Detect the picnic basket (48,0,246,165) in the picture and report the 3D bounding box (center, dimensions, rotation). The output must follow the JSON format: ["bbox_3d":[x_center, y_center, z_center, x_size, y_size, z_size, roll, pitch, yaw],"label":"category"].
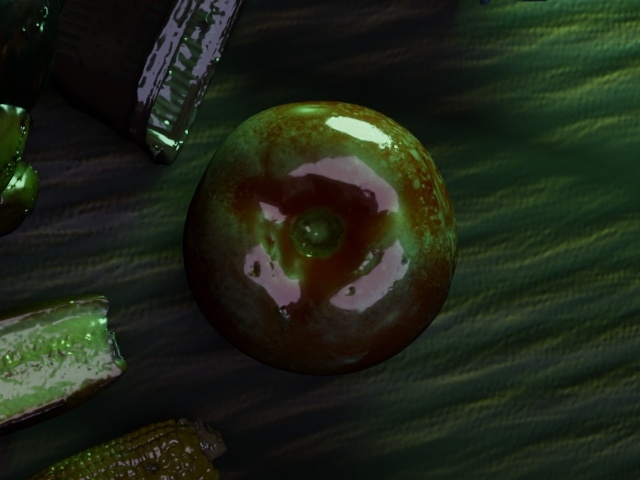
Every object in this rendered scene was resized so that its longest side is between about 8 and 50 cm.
[{"bbox_3d":[-0.158,-0.235,1.688,0.129,0.222,0.297,23,83,8],"label":"picnic basket"}]

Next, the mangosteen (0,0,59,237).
[{"bbox_3d":[-0.402,-0.162,1.528,0.381,0.381,0.421,-30,122,-14],"label":"mangosteen"}]

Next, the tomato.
[{"bbox_3d":[0.000,0.000,1.710,0.270,0.222,0.270,0,86,4],"label":"tomato"}]

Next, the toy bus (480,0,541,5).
[{"bbox_3d":[0.108,-0.318,1.786,0.292,0.133,0.126,7,83,-14],"label":"toy bus"}]

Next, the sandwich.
[{"bbox_3d":[-0.312,0.131,1.669,0.235,0.128,0.122,-15,90,-16],"label":"sandwich"}]

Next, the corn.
[{"bbox_3d":[-0.213,0.247,1.710,0.261,0.097,0.097,-22,96,-14],"label":"corn"}]
